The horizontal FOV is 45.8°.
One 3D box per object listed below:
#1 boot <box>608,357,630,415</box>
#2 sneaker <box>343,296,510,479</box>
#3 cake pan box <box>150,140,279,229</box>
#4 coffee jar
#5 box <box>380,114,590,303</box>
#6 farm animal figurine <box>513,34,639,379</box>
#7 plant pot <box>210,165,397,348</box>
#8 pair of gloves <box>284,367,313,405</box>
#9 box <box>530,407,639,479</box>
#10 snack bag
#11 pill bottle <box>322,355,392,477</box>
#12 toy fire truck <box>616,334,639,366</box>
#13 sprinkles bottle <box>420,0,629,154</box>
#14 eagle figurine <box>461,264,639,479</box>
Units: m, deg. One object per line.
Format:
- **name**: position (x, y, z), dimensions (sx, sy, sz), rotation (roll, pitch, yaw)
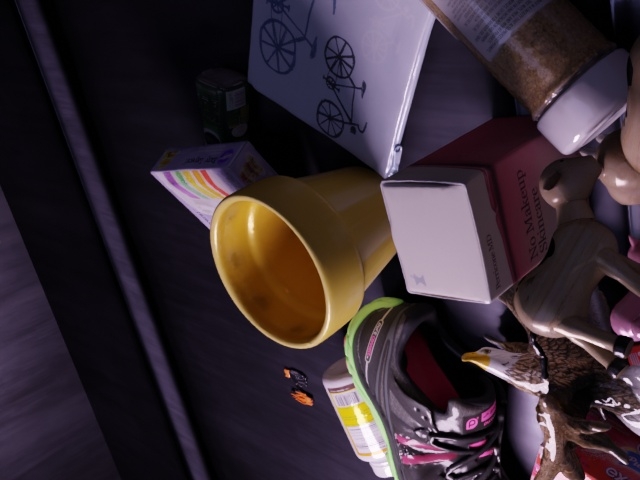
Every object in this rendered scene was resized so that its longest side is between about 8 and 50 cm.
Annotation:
- **boot**: position (0.413, 0.182, 0.991), dimensions (0.121, 0.045, 0.099), rotation (-6, 106, 50)
- **sneaker**: position (0.206, 0.310, 1.199), dimensions (0.483, 0.185, 0.202), rotation (59, 147, -2)
- **cake pan box**: position (-0.139, -0.064, 1.351), dimensions (0.245, 0.070, 0.267), rotation (7, 148, 47)
- **coffee jar**: position (-0.167, -0.207, 1.353), dimensions (0.096, 0.079, 0.185), rotation (30, 135, 35)
- **box**: position (0.205, -0.045, 0.910), dimensions (0.126, 0.232, 0.149), rotation (6, 119, 48)
- **farm animal figurine**: position (0.308, -0.069, 0.700), dimensions (0.172, 0.330, 0.327), rotation (36, 139, 34)
- **plant pot**: position (0.000, 0.000, 1.171), dimensions (0.254, 0.239, 0.254), rotation (28, 134, 34)
- **pair of gloves**: position (-0.046, 0.316, 1.635), dimensions (0.074, 0.010, 0.083), rotation (9, 119, 47)
- **box**: position (0.425, 0.352, 1.024), dimensions (0.256, 0.122, 0.128), rotation (29, 134, 34)
- **snack bag**: position (0.021, -0.297, 1.113), dimensions (0.342, 0.037, 0.323), rotation (38, 139, 26)
- **pill bottle**: position (0.095, 0.318, 1.385), dimensions (0.117, 0.117, 0.215), rotation (-12, 105, 52)
- **toy fire truck**: position (0.450, 0.166, 0.913), dimensions (0.135, 0.047, 0.192), rotation (-18, 86, 29)
- **sprinkles bottle**: position (0.204, -0.263, 0.855), dimensions (0.355, 0.121, 0.121), rotation (51, 143, 12)
- **eagle figurine**: position (0.289, 0.148, 0.968), dimensions (0.225, 0.298, 0.226), rotation (36, 121, -11)
